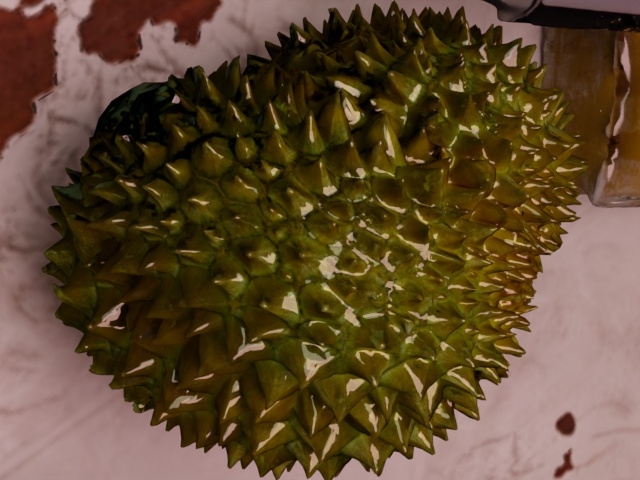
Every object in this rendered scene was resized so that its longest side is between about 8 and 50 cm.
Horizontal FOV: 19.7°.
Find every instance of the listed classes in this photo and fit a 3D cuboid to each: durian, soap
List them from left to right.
[{"bbox_3d":[0.001,0.004,0.953,0.291,0.291,0.224,-24,102,-28],"label":"durian"},{"bbox_3d":[0.269,-0.105,1.230,0.258,0.080,0.160,-1,100,-33],"label":"soap"}]

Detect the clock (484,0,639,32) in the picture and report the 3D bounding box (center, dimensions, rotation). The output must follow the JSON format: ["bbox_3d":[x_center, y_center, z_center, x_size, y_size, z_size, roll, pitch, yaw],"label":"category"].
[{"bbox_3d":[0.127,-0.223,1.036,0.186,0.253,0.083,0,138,-36],"label":"clock"}]
